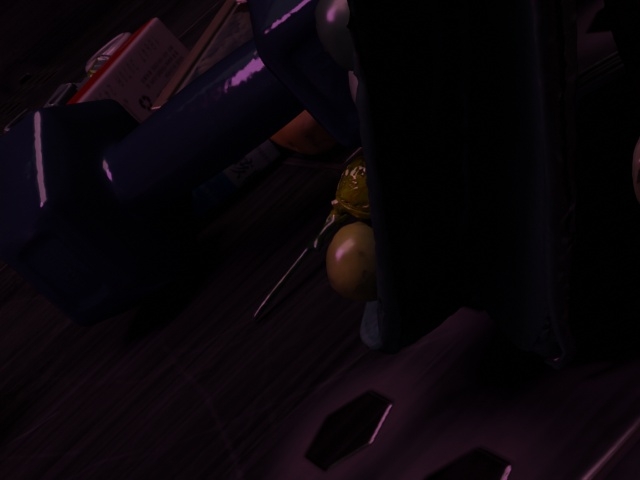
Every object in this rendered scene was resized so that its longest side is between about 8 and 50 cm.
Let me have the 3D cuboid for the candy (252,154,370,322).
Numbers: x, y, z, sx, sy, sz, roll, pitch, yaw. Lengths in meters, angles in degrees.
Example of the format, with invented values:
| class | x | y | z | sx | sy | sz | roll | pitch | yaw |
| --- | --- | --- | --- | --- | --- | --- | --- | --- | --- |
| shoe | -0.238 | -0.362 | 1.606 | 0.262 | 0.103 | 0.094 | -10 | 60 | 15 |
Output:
| class | x | y | z | sx | sy | sz | roll | pitch | yaw |
| --- | --- | --- | --- | --- | --- | --- | --- | --- | --- |
| candy | 0.000 | 0.000 | 0.701 | 0.123 | 0.035 | 0.035 | -48 | 14 | -2 |

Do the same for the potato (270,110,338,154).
| class | x | y | z | sx | sy | sz | roll | pitch | yaw |
| --- | --- | --- | --- | --- | --- | --- | --- | --- | --- |
| potato | -0.008 | -0.093 | 0.869 | 0.083 | 0.062 | 0.068 | 18 | 26 | 41 |

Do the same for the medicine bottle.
| class | x | y | z | sx | sy | sz | roll | pitch | yaw |
| --- | --- | --- | --- | --- | --- | --- | --- | --- | --- |
| medicine bottle | -0.084 | -0.054 | 0.936 | 0.191 | 0.051 | 0.051 | -40 | 19 | 3 |

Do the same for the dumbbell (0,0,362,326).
| class | x | y | z | sx | sy | sz | roll | pitch | yaw |
| --- | --- | --- | --- | --- | --- | --- | --- | --- | --- |
| dumbbell | -0.067 | -0.076 | 0.771 | 0.324 | 0.144 | 0.160 | -31 | 56 | 30 |

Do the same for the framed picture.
| class | x | y | z | sx | sy | sz | roll | pitch | yaw |
| --- | --- | --- | --- | --- | --- | --- | --- | --- | --- |
| framed picture | -0.033 | -0.183 | 1.085 | 0.184 | 0.016 | 0.250 | -7 | 30 | 19 |

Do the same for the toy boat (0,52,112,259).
| class | x | y | z | sx | sy | sz | roll | pitch | yaw |
| --- | --- | --- | --- | --- | --- | --- | --- | --- | --- |
| toy boat | -0.239 | -0.086 | 1.189 | 0.114 | 0.122 | 0.296 | 1 | 42 | 28 |

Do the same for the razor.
| class | x | y | z | sx | sy | sz | roll | pitch | yaw |
| --- | --- | --- | --- | --- | --- | --- | --- | --- | --- |
| razor | 0.174 | -0.107 | 0.597 | 0.191 | 0.037 | 0.068 | -29 | 32 | 32 |

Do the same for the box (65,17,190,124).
| class | x | y | z | sx | sy | sz | roll | pitch | yaw |
| --- | --- | --- | --- | --- | --- | --- | --- | --- | --- |
| box | -0.160 | -0.097 | 1.066 | 0.050 | 0.123 | 0.229 | -30 | 21 | 38 |

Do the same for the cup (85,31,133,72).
| class | x | y | z | sx | sy | sz | roll | pitch | yaw |
| --- | --- | --- | --- | --- | --- | --- | --- | --- | --- |
| cup | -0.210 | -0.190 | 1.395 | 0.074 | 0.099 | 0.102 | -27 | 23 | 31 |

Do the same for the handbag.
| class | x | y | z | sx | sy | sz | roll | pitch | yaw |
| --- | --- | --- | --- | --- | --- | --- | --- | --- | --- |
| handbag | 0.046 | -0.118 | 0.469 | 0.100 | 0.269 | 0.274 | -3 | 45 | 8 |

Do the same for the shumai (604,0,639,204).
| class | x | y | z | sx | sy | sz | roll | pitch | yaw |
| --- | --- | --- | --- | --- | --- | --- | --- | --- | --- |
| shumai | 0.184 | -0.065 | 0.347 | 0.255 | 0.189 | 0.218 | 12 | 71 | 47 |
